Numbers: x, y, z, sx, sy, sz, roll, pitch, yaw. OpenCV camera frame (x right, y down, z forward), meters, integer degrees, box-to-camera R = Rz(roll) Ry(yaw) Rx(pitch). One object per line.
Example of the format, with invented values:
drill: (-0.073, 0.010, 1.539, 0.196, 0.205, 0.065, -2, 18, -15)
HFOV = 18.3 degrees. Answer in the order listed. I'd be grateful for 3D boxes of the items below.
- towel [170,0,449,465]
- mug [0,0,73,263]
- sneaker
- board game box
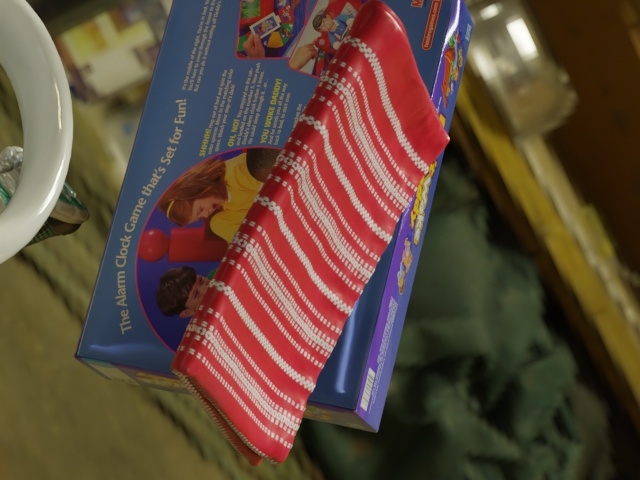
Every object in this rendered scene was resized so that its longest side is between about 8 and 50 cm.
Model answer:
towel: (0.000, 0.000, 1.292, 0.275, 0.031, 0.199, -62, 157, -16)
mug: (-0.303, -0.107, 1.080, 0.374, 0.276, 0.328, 21, 51, -31)
sneaker: (-0.204, -0.015, 1.239, 0.065, 0.076, 0.166, 47, 12, 15)
board game box: (-0.033, -0.043, 1.572, 0.078, 0.233, 0.347, 51, 51, -68)
